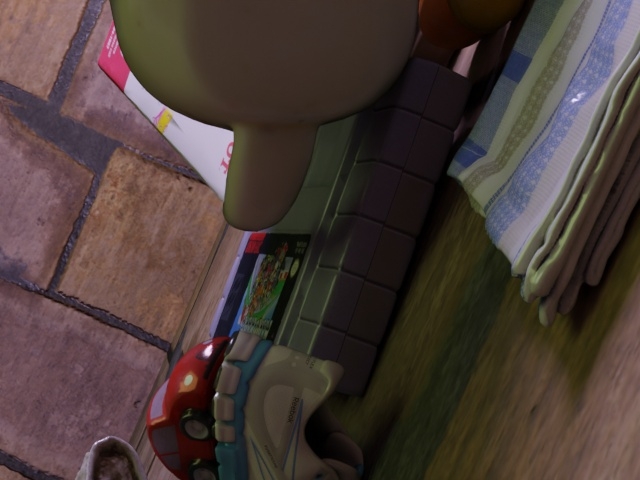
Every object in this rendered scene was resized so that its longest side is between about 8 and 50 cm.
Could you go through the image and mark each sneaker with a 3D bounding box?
[{"bbox_3d":[-0.017,0.146,0.930,0.071,0.083,0.191,-61,-25,-58],"label":"sneaker"}]

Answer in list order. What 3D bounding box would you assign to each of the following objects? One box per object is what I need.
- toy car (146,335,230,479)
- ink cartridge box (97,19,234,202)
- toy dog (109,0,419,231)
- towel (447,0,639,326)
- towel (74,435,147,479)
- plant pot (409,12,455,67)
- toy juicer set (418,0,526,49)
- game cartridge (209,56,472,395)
[{"bbox_3d":[-0.076,0.190,0.996,0.239,0.053,0.225,57,-137,-67],"label":"toy car"},{"bbox_3d":[-0.077,-0.195,1.627,0.306,0.131,0.226,46,120,39],"label":"ink cartridge box"},{"bbox_3d":[-0.047,-0.235,1.115,0.408,0.284,0.395,-132,31,-69],"label":"toy dog"},{"bbox_3d":[0.125,-0.090,0.750,0.285,0.034,0.209,-97,31,-77],"label":"towel"},{"bbox_3d":[-0.124,0.279,0.919,0.187,0.049,0.282,121,143,-46],"label":"towel"},{"bbox_3d":[0.061,-0.209,1.334,0.237,0.109,0.237,-157,90,-84],"label":"plant pot"},{"bbox_3d":[0.125,-0.248,1.046,0.329,0.089,0.209,128,164,-63],"label":"toy juicer set"},{"bbox_3d":[-0.002,-0.009,1.187,0.230,0.068,0.355,-66,13,-5],"label":"game cartridge"}]
